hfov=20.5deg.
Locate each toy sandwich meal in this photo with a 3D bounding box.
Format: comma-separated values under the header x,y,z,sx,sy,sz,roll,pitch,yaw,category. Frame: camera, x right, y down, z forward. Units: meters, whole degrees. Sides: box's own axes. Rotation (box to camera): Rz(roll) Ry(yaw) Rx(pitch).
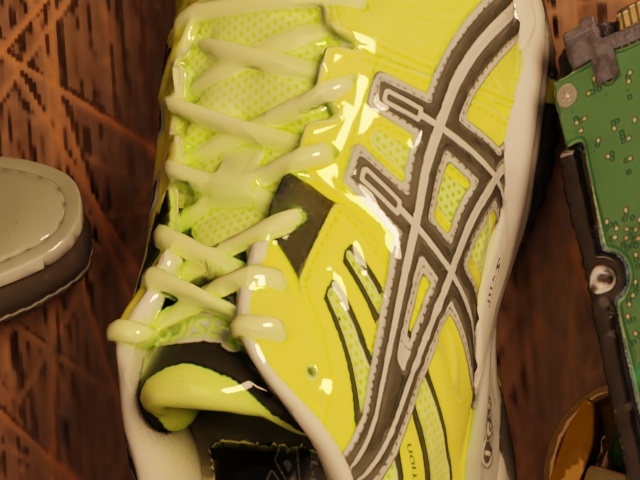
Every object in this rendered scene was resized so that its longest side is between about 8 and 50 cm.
x,y,z,sx,sy,sz,roll,pitch,yaw,category
0.116,0.092,0.649,0.085,0.029,0.085,0,89,23,toy sandwich meal

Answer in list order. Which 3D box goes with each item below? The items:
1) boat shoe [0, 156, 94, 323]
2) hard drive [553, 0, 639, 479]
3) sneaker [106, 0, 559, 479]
x,y,z,sx,sy,sz,roll,pitch,yaw,category
-0.193,0.024,0.762,0.228,0.068,0.081,-12,45,18,boat shoe
0.205,0.049,0.529,0.237,0.064,0.339,-25,64,33,hard drive
0.000,0.000,0.633,0.145,0.147,0.384,-6,86,26,sneaker
